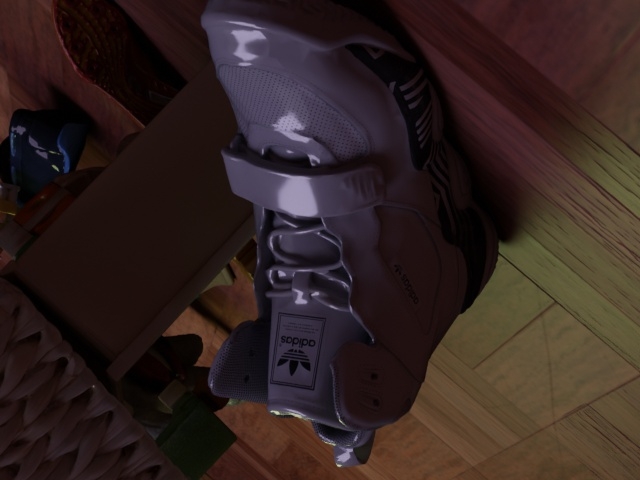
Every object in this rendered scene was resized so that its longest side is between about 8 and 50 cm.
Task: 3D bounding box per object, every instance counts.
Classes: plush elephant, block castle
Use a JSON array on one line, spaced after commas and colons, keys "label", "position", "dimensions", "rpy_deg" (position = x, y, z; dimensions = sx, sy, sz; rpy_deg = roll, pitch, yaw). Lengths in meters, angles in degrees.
[{"label": "plush elephant", "position": [-0.254, 0.107, 2.370], "dimensions": [0.330, 0.272, 0.255], "rpy_deg": [-1, 106, 22]}, {"label": "block castle", "position": [-0.200, 0.132, 1.820], "dimensions": [0.303, 0.453, 0.213], "rpy_deg": [47, 172, -19]}]

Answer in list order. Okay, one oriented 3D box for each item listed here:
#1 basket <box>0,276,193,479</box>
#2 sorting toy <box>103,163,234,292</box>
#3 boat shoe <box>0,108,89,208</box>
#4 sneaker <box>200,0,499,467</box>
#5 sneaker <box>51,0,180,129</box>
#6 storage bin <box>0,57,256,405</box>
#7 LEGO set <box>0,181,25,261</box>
[{"label": "basket", "position": [-0.306, 0.204, 1.474], "dimensions": [0.266, 0.328, 0.331], "rpy_deg": [53, 164, -26]}, {"label": "sorting toy", "position": [-0.223, 0.031, 2.052], "dimensions": [0.307, 0.229, 0.041], "rpy_deg": [68, 177, -62]}, {"label": "boat shoe", "position": [-0.310, -0.094, 2.149], "dimensions": [0.089, 0.109, 0.258], "rpy_deg": [23, 153, -6]}, {"label": "sneaker", "position": [0.000, 0.000, 1.317], "dimensions": [0.137, 0.210, 0.366], "rpy_deg": [10, 153, 32]}, {"label": "sneaker", "position": [-0.177, -0.150, 1.686], "dimensions": [0.175, 0.064, 0.067], "rpy_deg": [53, 172, -31]}, {"label": "storage bin", "position": [-0.115, 0.001, 1.561], "dimensions": [0.123, 0.262, 0.260], "rpy_deg": [40, 166, 6]}, {"label": "LEGO set", "position": [-0.305, 0.006, 2.097], "dimensions": [0.287, 0.107, 0.132], "rpy_deg": [8, 158, -10]}]
